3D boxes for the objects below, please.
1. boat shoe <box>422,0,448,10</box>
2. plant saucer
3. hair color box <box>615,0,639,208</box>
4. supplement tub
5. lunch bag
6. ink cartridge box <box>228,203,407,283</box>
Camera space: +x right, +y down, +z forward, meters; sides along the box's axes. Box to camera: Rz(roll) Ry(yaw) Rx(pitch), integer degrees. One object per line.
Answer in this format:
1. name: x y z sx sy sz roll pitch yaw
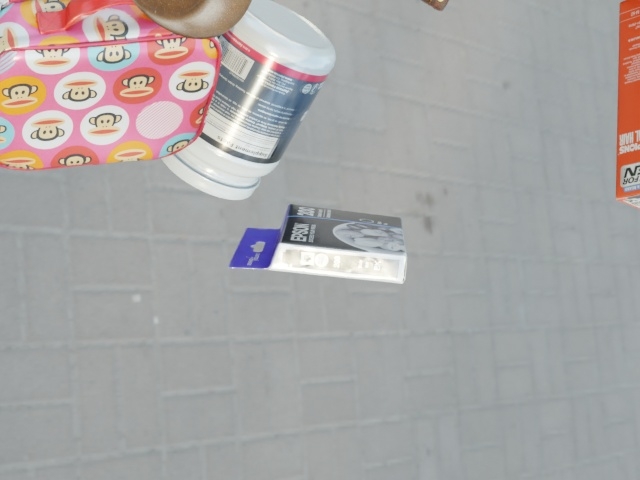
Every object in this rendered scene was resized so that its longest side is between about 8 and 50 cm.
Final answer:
1. boat shoe: 0.157 -0.324 1.145 0.073 0.207 0.073 41 30 6
2. plant saucer: -0.149 -0.295 1.156 0.036 0.198 0.199 -35 109 -47
3. hair color box: 0.282 -0.104 0.914 0.093 0.053 0.167 17 70 -38
4. supplement tub: -0.116 -0.219 1.763 0.191 0.272 0.191 26 25 -13
5. lunch bag: -0.273 -0.209 1.415 0.293 0.258 0.120 -7 56 -23
6. ink cartridge box: 0.000 0.000 1.429 0.206 0.208 0.045 -83 177 -76
